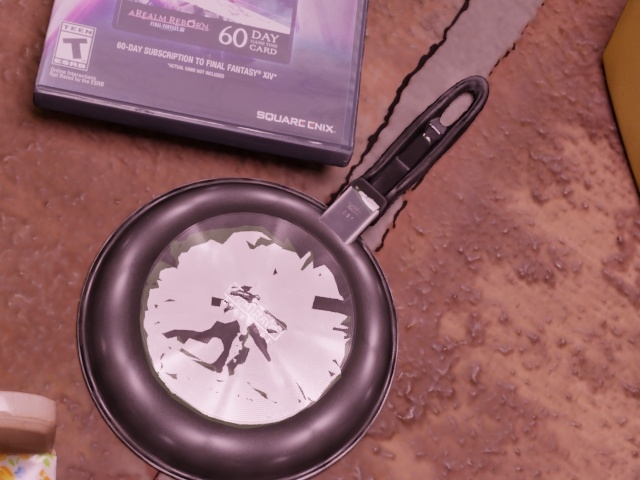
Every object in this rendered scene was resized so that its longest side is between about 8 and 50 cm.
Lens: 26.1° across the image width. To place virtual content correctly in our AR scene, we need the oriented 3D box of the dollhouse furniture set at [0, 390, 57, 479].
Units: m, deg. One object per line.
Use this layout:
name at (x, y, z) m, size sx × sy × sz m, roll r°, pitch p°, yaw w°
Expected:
dollhouse furniture set at (-0.132, 0.246, 0.624) m, size 0.394 × 0.256 × 0.362 m, roll 1°, pitch 71°, yaw -12°

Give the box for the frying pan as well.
frying pan at (0.011, 0.027, 0.848) m, size 0.326 × 0.053 × 0.197 m, roll -23°, pitch 78°, yaw -16°

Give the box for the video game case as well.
video game case at (-0.063, -0.187, 0.896) m, size 0.196 × 0.026 × 0.274 m, roll 11°, pitch 63°, yaw -8°

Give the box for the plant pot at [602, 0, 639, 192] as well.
plant pot at (0.305, -0.110, 0.886) m, size 0.212 × 0.212 × 0.187 m, roll -21°, pitch 64°, yaw -19°
